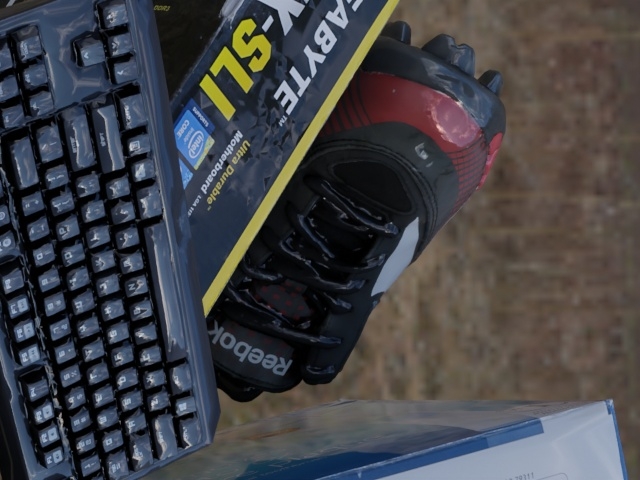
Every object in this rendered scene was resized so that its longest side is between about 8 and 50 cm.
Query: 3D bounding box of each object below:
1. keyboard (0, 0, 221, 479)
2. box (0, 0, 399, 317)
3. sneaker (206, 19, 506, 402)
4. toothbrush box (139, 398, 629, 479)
[{"bbox_3d":[-0.088,0.012,0.600,0.023,0.108,0.180,46,-30,51],"label":"keyboard"},{"bbox_3d":[-0.152,-0.050,0.838,0.257,0.322,0.079,-58,133,-25],"label":"box"},{"bbox_3d":[0.000,0.000,0.925,0.276,0.097,0.135,-45,-163,58],"label":"sneaker"},{"bbox_3d":[-0.009,0.159,0.951,0.295,0.216,0.126,-12,-90,66],"label":"toothbrush box"}]
